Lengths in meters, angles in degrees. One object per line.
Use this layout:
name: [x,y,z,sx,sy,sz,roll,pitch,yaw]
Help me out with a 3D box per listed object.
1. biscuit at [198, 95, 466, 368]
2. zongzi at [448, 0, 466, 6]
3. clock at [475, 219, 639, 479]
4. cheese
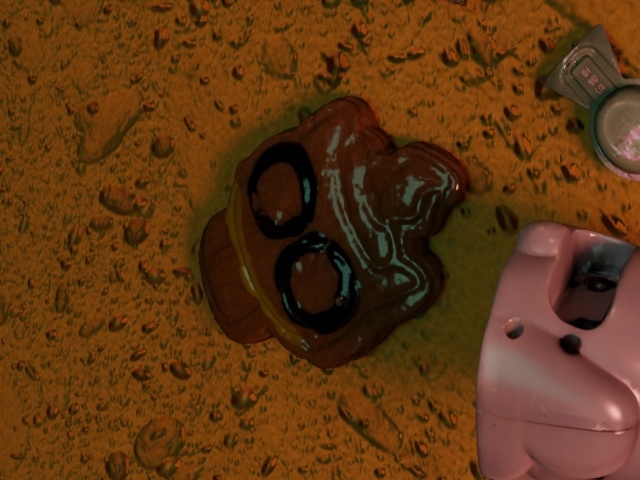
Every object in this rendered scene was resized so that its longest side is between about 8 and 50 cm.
biscuit: [0.000,0.000,0.923,0.290,0.041,0.209,-29,75,36]
zongzi: [0.055,-0.303,0.831,0.204,0.094,0.205,29,109,30]
clock: [0.240,0.091,0.675,0.253,0.189,0.189,12,100,22]
cheese: [0.210,-0.090,0.760,0.067,0.026,0.121,-47,64,29]
